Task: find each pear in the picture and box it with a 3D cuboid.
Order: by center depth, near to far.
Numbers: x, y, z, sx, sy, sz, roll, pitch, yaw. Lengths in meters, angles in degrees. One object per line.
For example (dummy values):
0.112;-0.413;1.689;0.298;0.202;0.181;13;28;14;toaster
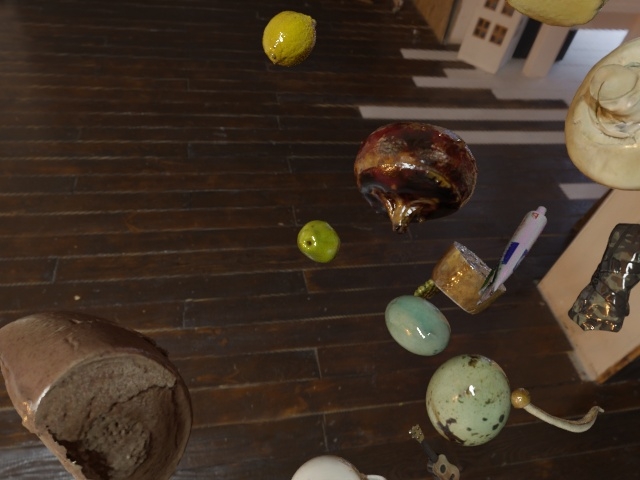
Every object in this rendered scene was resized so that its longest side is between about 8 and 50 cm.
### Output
0.000;0.000;0.971;0.092;0.092;0.097;26;12;13;pear

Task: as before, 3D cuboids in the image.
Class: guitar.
0.336;0.652;1.421;0.084;0.038;0.271;-46;110;-33;guitar

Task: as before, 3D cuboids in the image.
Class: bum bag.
0.834;0.112;1.326;0.095;0.341;0.144;17;12;-33;bum bag

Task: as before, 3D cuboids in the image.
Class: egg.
0.308;0.269;1.507;0.169;0.169;0.236;-29;44;-31;egg
0.527;0.559;1.669;0.287;0.379;0.288;9;35;-6;egg

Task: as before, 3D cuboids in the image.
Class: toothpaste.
0.249;0.015;0.603;0.028;0.045;0.170;38;66;8;toothpaste

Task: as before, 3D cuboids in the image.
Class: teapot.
0.036;0.677;1.244;0.299;0.166;0.208;-18;78;6;teapot

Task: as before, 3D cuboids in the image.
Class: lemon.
-0.037;-0.261;0.604;0.065;0.065;0.092;32;64;17;lemon

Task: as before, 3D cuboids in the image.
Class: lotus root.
0.250;0.067;0.800;0.122;0.081;0.112;35;13;-19;lotus root

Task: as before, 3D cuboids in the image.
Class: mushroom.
0.495;-0.200;0.723;0.202;0.246;0.246;11;42;-34;mushroom
0.515;0.363;0.986;0.306;0.043;0.068;20;68;-24;mushroom

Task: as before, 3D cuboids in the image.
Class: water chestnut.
0.260;-0.157;1.309;0.350;0.350;0.302;18;66;6;water chestnut

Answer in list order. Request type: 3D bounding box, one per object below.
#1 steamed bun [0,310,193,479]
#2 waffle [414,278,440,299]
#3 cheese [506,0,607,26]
-0.331;0.231;0.733;0.199;0.301;0.251;-38;39;-27;steamed bun
0.445;0.180;1.824;0.183;0.169;0.036;18;36;-55;waffle
0.251;-0.303;0.454;0.123;0.094;0.167;36;76;0;cheese
